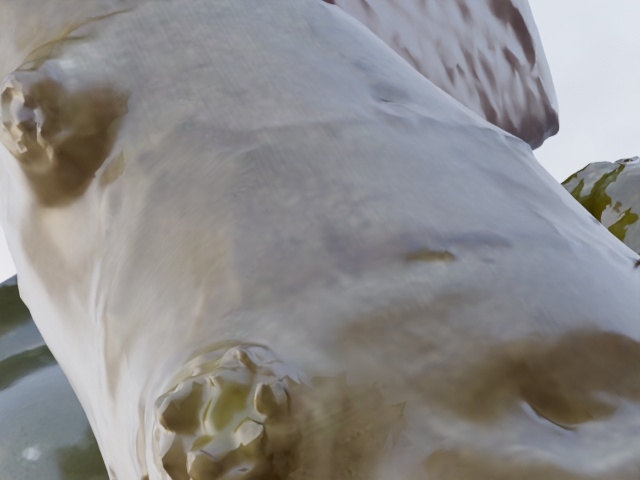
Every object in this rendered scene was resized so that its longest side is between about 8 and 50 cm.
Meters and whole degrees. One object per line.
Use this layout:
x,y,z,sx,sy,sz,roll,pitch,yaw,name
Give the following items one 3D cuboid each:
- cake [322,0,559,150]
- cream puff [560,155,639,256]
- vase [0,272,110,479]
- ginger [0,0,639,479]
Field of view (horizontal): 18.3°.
-0.033,-0.104,1.111,0.237,0.230,0.309,-22,2,27,cake
0.150,0.079,0.976,0.244,0.244,0.196,-16,-35,-24,cream puff
-0.189,0.166,1.220,0.329,0.302,0.241,-11,-49,-28,vase
0.018,0.003,0.496,0.236,0.375,0.166,13,-47,-40,ginger
